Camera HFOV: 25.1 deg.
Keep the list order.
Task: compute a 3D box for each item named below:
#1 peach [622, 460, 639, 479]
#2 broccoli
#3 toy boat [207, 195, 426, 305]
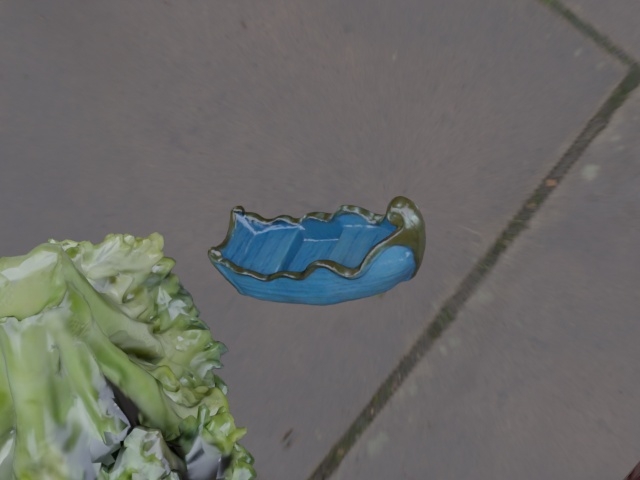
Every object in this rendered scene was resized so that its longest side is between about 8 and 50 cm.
[{"bbox_3d":[0.166,0.186,0.263,0.310,0.406,0.335,-17,132,11],"label":"peach"},{"bbox_3d":[-0.185,0.127,1.112,0.293,0.281,0.348,14,55,23],"label":"broccoli"},{"bbox_3d":[0.000,0.000,1.114,0.185,0.075,0.077,2,135,31],"label":"toy boat"}]
